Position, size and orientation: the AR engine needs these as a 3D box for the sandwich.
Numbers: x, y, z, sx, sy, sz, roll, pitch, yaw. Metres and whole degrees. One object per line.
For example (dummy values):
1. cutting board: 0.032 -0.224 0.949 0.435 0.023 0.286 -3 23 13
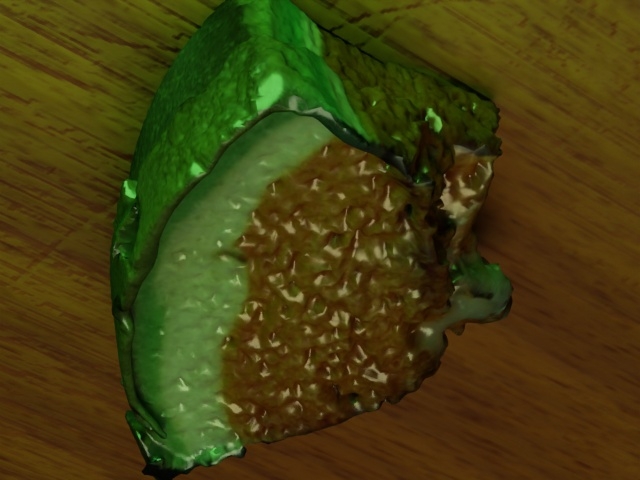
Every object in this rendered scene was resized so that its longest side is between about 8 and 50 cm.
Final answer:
1. sandwich: -0.010 -0.006 0.852 0.212 0.109 0.292 -8 141 -2
